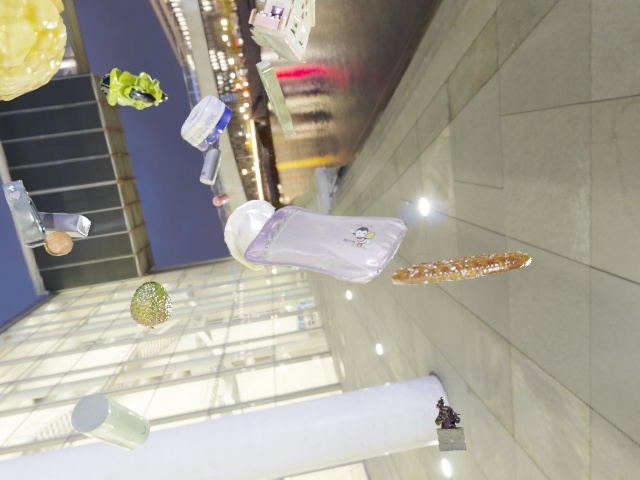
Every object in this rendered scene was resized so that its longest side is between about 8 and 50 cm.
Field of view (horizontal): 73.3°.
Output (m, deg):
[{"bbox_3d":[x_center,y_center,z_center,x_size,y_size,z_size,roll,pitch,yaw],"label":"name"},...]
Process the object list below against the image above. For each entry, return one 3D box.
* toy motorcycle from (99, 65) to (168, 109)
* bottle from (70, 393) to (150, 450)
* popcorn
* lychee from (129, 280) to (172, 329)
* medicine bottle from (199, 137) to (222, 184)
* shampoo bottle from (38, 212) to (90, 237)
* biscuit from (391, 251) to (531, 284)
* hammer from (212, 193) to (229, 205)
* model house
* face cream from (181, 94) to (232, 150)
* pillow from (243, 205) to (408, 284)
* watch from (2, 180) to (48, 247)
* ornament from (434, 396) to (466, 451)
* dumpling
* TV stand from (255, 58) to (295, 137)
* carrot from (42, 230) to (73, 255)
[{"bbox_3d":[-0.708,-0.568,1.640,0.142,0.206,0.342,-62,17,14],"label":"toy motorcycle"},{"bbox_3d":[-0.409,0.364,0.854,0.201,0.072,0.072,87,172,-57],"label":"bottle"},{"bbox_3d":[-0.711,-0.432,0.831,0.354,0.390,0.344,51,-133,-31],"label":"popcorn"},{"bbox_3d":[-0.469,0.182,1.192,0.114,0.114,0.146,-112,28,-68],"label":"lychee"},{"bbox_3d":[-0.416,-0.317,1.666,0.057,0.058,0.198,103,178,-77],"label":"medicine bottle"},{"bbox_3d":[-1.078,-0.065,1.752,0.079,0.246,0.080,80,-167,-70],"label":"shampoo bottle"},{"bbox_3d":[0.309,0.058,0.973,0.305,0.306,0.038,149,111,-85],"label":"biscuit"},{"bbox_3d":[-0.414,-0.170,1.800,0.083,0.043,0.043,-33,-62,-61],"label":"hammer"},{"bbox_3d":[-0.130,-0.814,1.540,0.326,0.169,0.244,-11,-59,-76],"label":"model house"},{"bbox_3d":[-0.450,-0.461,1.678,0.111,0.206,0.205,35,-158,-30],"label":"face cream"},{"bbox_3d":[0.000,0.000,0.613,0.130,0.233,0.038,-54,-41,-37],"label":"pillow"},{"bbox_3d":[-0.906,-0.079,1.322,0.193,0.068,0.206,-5,106,61],"label":"watch"},{"bbox_3d":[0.405,0.580,1.371,0.203,0.088,0.081,-48,-49,-79],"label":"ornament"},{"bbox_3d":[-0.230,-0.012,1.411,0.126,0.167,0.215,-93,13,-52],"label":"dumpling"},{"bbox_3d":[-0.124,-0.401,1.254,0.042,0.036,0.249,54,171,38],"label":"TV stand"},{"bbox_3d":[-0.774,0.013,1.280,0.205,0.072,0.072,-7,92,61],"label":"carrot"}]
